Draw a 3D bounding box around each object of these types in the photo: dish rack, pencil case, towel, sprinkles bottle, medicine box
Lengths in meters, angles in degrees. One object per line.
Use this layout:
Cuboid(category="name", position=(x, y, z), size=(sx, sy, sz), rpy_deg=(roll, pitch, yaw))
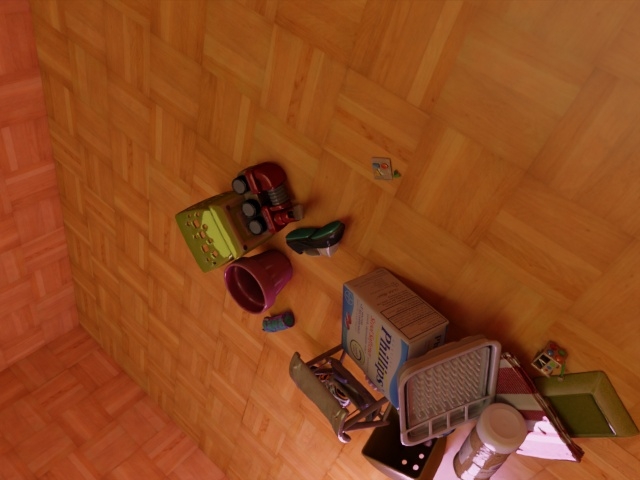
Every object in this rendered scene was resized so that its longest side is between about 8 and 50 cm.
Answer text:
Cuboid(category="dish rack", position=(0.322, 0.382, 1.309), size=(0.072, 0.286, 0.332), rpy_deg=(-119, 15, -49))
Cuboid(category="pencil case", position=(-0.161, 0.310, 1.907), size=(0.070, 0.064, 0.152), rpy_deg=(40, 143, -22))
Cuboid(category="towel", position=(0.523, 0.445, 1.357), size=(0.328, 0.037, 0.237), rpy_deg=(55, 153, 2))
Cuboid(category="sprinkles bottle", position=(0.471, 0.588, 1.425), size=(0.121, 0.121, 0.355), rpy_deg=(31, 145, 24))
Cuboid(category="medicine box", position=(0.198, 0.270, 1.426), size=(0.289, 0.149, 0.263), rpy_deg=(42, 142, 45))

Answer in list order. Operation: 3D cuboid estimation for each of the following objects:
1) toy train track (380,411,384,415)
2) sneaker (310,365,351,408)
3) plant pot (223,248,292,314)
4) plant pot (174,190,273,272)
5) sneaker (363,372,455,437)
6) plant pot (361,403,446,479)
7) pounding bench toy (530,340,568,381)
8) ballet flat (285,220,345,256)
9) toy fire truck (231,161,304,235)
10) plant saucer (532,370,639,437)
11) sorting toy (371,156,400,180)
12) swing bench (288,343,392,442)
Cuboid(category="toy train track", position=(0.216, 0.643, 1.822), size=(0.048, 0.014, 0.083), rpy_deg=(-11, 109, 46))
Cuboid(category="sneaker", position=(0.036, 0.534, 1.871), size=(0.215, 0.084, 0.083), rpy_deg=(37, 134, 6))
Cuboid(category="plant pot", position=(-0.201, 0.127, 1.733), size=(0.202, 0.180, 0.201), rpy_deg=(23, 129, 31))
Cuboid(category="plant pot", position=(-0.308, -0.047, 1.690), size=(0.207, 0.227, 0.228), rpy_deg=(-15, 104, 40))
Cuboid(category="sneaker", position=(0.284, 0.471, 1.558), size=(0.330, 0.130, 0.147), rpy_deg=(38, 139, 18))
Cuboid(category="plant pot", position=(0.294, 0.704, 1.661), size=(0.212, 0.212, 0.187), rpy_deg=(10, 135, 38))
Cuboid(category="pounding bench toy", position=(0.576, 0.299, 1.230), size=(0.083, 0.052, 0.065), rpy_deg=(38, 136, 17))
Cuboid(category="ballet flat", position=(0.000, 0.000, 1.541), size=(0.281, 0.095, 0.096), rpy_deg=(-6, 122, 56))
Cuboid(category="toy fire truck", position=(-0.133, -0.129, 1.540), size=(0.247, 0.158, 0.216), rpy_deg=(-7, 111, 33))
Cuboid(category="plant saucer", position=(0.650, 0.423, 1.251), size=(0.188, 0.045, 0.188), rpy_deg=(-27, 97, 48))
Cuboid(category="sorting toy", position=(0.170, -0.185, 1.309), size=(0.083, 0.012, 0.061), rpy_deg=(11, 123, 38))
Cuboid(category="swing bench", position=(0.065, 0.450, 1.516), size=(0.253, 0.255, 0.165), rpy_deg=(42, 127, 40))
